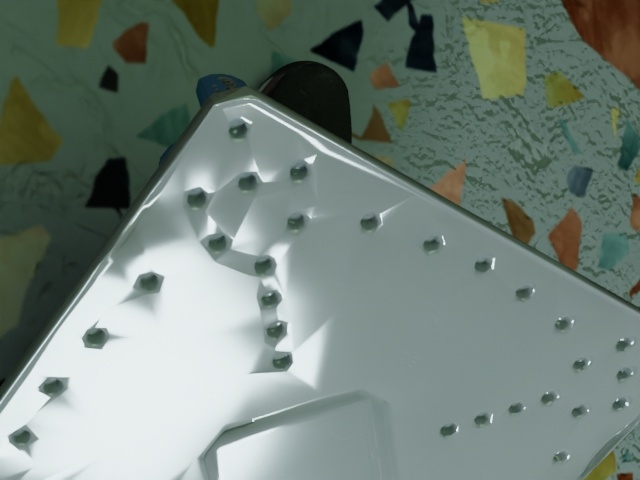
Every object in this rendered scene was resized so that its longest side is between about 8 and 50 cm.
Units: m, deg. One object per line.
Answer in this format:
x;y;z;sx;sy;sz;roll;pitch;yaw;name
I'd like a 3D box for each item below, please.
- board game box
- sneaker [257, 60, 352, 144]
-0.017;0.130;0.714;0.390;0.050;0.390;26;112;-33;board game box
0.000;0.000;0.796;0.106;0.162;0.281;23;75;-33;sneaker
